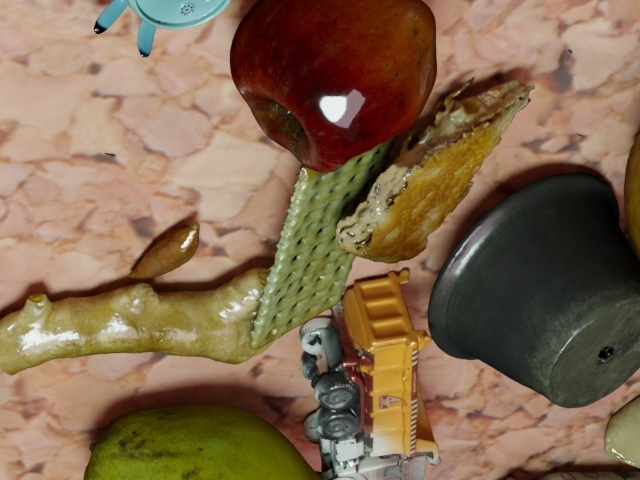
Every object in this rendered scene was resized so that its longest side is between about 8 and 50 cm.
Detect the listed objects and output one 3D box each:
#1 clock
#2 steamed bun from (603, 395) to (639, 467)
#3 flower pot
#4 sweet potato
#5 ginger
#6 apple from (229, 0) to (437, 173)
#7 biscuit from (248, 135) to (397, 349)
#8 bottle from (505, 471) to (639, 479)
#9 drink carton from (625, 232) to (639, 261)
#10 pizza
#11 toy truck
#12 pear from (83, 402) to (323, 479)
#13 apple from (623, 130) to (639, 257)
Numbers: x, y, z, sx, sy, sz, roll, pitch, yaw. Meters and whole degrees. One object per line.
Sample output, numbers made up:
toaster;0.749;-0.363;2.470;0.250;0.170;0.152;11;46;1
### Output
clock;-0.118;-0.213;1.593;0.108;0.045;0.147;26;122;-39
steamed bun;0.475;0.222;2.285;0.231;0.110;0.212;-37;138;22
flower pot;0.238;0.067;1.935;0.235;0.148;0.235;-23;140;-21
sweet potato;-0.142;0.012;1.844;0.095;0.034;0.034;-34;139;30
ginger;-0.176;0.085;1.885;0.299;0.065;0.118;-6;133;-17
apple;0.016;-0.152;1.640;0.158;0.156;0.147;-45;144;-16
biscuit;0.000;0.000;1.848;0.139;0.016;0.231;-28;148;-42
bottle;0.308;0.332;2.327;0.253;0.120;0.120;2;135;-25
drink carton;0.378;0.055;2.040;0.142;0.146;0.144;7;133;-18
pizza;0.092;-0.066;1.816;0.147;0.069;0.226;-14;144;-48
toy truck;0.052;0.161;2.037;0.135;0.114;0.270;-9;137;-7
pear;-0.113;0.266;2.002;0.269;0.212;0.212;23;128;-8
apple;0.408;-0.043;1.845;0.264;0.264;0.264;-12;139;-10
